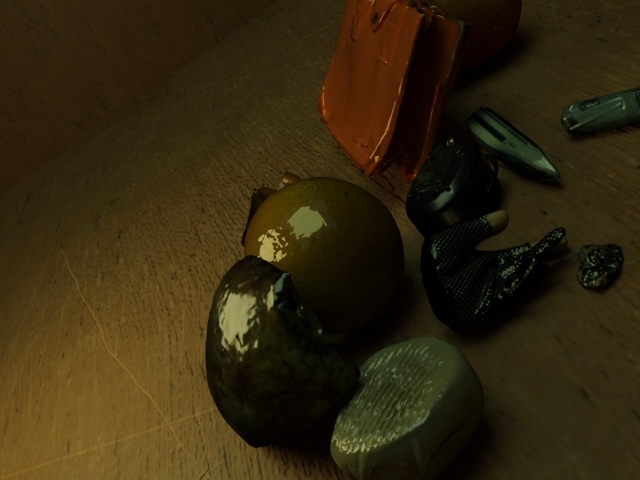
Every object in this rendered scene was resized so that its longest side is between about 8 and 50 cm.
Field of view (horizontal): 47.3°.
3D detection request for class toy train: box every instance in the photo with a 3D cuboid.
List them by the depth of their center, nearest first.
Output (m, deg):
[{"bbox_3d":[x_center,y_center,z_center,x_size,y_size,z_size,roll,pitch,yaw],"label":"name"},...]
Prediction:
[{"bbox_3d":[0.288,-0.138,1.112,0.048,0.055,0.252,-33,28,5],"label":"toy train"}]

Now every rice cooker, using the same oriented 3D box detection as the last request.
[{"bbox_3d":[0.193,-0.069,1.065,0.112,0.106,0.165,-7,50,47],"label":"rice cooker"}]

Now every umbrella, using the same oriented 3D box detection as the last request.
[{"bbox_3d":[0.459,-0.192,1.015,0.251,0.052,0.053,-9,5,41],"label":"umbrella"}]

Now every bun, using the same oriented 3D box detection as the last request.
[{"bbox_3d":[0.097,0.193,0.771,0.173,0.113,0.166,-39,22,-1],"label":"bun"}]

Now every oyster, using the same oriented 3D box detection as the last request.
[{"bbox_3d":[0.328,0.028,0.861,0.054,0.019,0.083,-15,35,32],"label":"oyster"}]

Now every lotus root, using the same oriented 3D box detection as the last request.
[{"bbox_3d":[-0.081,0.144,0.893,0.142,0.210,0.314,-38,-10,-18],"label":"lotus root"}]

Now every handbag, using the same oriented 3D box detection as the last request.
[{"bbox_3d":[0.112,-0.296,1.308,0.410,0.116,0.303,-118,38,-62],"label":"handbag"}]

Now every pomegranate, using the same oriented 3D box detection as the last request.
[{"bbox_3d":[0.271,-0.450,1.391,0.221,0.256,0.220,-2,45,2],"label":"pomegranate"}]

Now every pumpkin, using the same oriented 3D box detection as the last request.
[{"bbox_3d":[-0.058,-0.029,1.295,0.254,0.131,0.149,-59,-6,-76],"label":"pumpkin"}]

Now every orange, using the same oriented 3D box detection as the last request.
[{"bbox_3d":[0.005,0.020,1.013,0.236,0.236,0.236,-26,30,17],"label":"orange"}]

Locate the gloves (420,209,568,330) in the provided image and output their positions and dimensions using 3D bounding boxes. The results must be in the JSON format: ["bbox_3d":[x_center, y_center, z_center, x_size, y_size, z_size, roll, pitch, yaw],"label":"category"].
[{"bbox_3d":[0.223,0.034,0.910,0.181,0.106,0.129,-9,28,-10],"label":"gloves"}]
